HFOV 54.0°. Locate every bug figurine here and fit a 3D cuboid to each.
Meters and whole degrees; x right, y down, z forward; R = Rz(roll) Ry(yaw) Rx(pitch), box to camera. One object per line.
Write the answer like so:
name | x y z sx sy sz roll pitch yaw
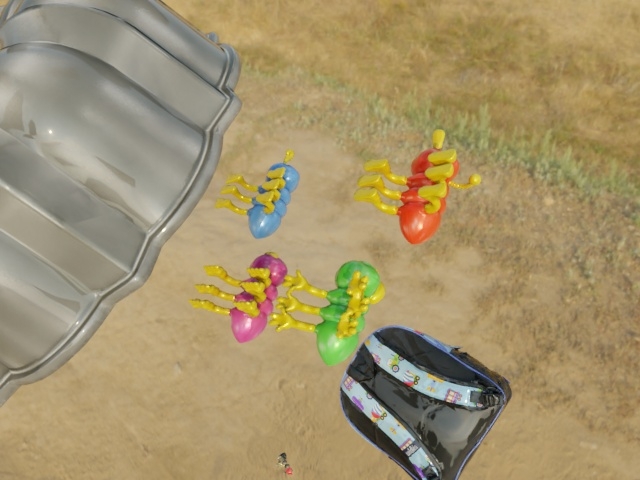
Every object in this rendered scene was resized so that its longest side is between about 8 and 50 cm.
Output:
bug figurine | 0.000 0.000 0.565 0.278 0.072 0.216 3 60 44

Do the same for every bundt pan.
bundt pan | -0.214 -0.060 0.436 0.330 0.124 0.331 -27 41 26

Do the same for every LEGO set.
LEGO set | -0.031 0.256 0.626 0.023 0.054 0.083 -23 68 -6

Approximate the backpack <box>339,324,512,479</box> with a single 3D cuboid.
backpack | 0.118 0.186 0.748 0.173 0.158 0.117 32 11 22
